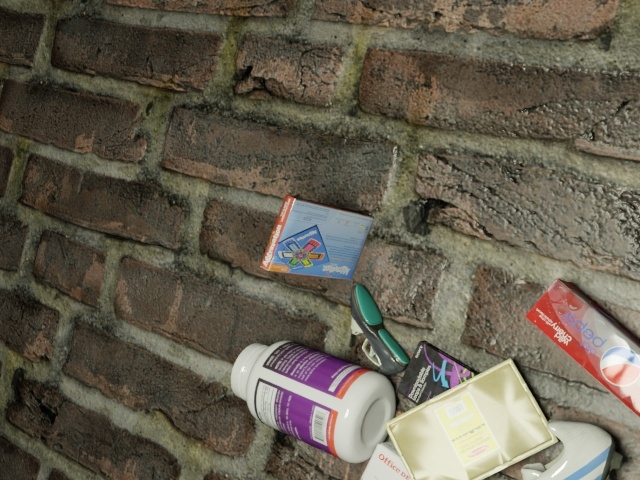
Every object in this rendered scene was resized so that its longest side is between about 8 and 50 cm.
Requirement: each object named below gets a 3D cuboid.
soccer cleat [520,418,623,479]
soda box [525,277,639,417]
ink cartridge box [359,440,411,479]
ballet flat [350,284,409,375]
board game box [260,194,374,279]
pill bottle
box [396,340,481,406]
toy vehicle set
[{"bbox_3d":[0.392,0.462,1.395,0.143,0.116,0.331,19,88,14],"label":"soccer cleat"},{"bbox_3d":[0.481,0.182,1.395,0.263,0.083,0.092,45,109,30],"label":"soda box"},{"bbox_3d":[0.141,0.505,1.590,0.140,0.082,0.190,31,100,33],"label":"ink cartridge box"},{"bbox_3d":[0.101,0.187,1.666,0.074,0.074,0.203,-42,65,23],"label":"ballet flat"},{"bbox_3d":[0.000,0.000,1.627,0.027,0.281,0.145,24,98,35],"label":"board game box"},{"bbox_3d":[-0.022,0.312,1.666,0.323,0.181,0.181,16,93,35],"label":"pill bottle"},{"bbox_3d":[0.235,0.281,1.586,0.162,0.029,0.116,29,101,34],"label":"box"},{"bbox_3d":[0.270,0.348,1.494,0.267,0.035,0.166,-29,70,8],"label":"toy vehicle set"}]
